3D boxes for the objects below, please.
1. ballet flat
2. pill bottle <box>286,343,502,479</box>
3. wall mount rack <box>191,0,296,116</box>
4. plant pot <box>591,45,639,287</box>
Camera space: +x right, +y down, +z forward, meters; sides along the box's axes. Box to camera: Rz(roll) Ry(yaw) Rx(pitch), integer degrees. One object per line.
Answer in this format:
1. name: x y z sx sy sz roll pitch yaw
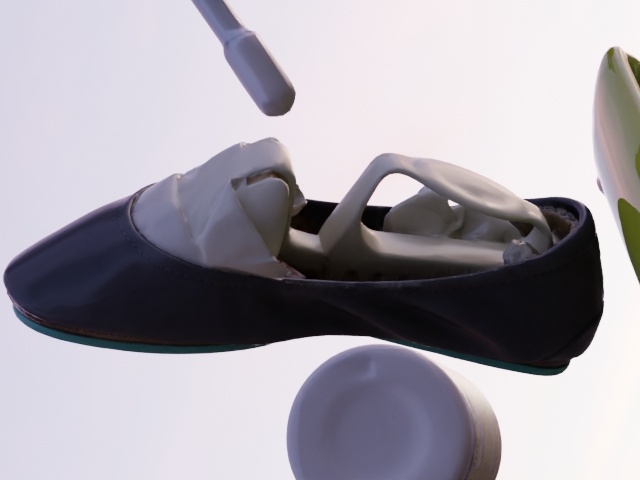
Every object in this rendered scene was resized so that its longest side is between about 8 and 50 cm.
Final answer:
1. ballet flat: 0.000 0.000 0.590 0.074 0.203 0.074 -174 90 -78
2. pill bottle: 0.058 0.136 1.195 0.119 0.119 0.208 -65 -16 -2
3. wall mount rack: -0.192 -0.116 0.737 0.350 0.130 0.304 -37 -60 18
4. plant pot: 0.223 -0.011 0.551 0.207 0.228 0.227 -45 27 23
